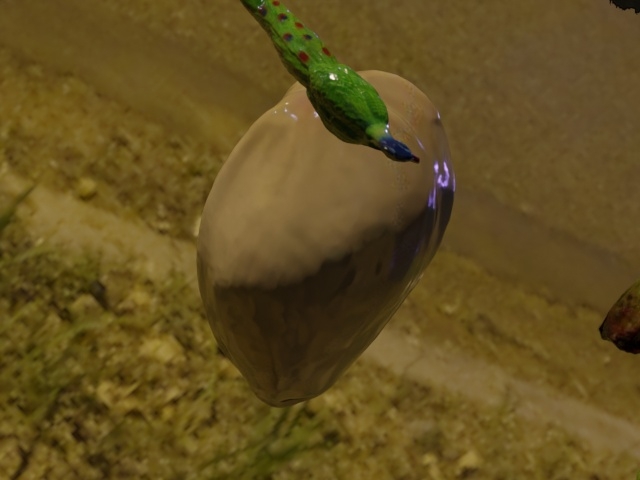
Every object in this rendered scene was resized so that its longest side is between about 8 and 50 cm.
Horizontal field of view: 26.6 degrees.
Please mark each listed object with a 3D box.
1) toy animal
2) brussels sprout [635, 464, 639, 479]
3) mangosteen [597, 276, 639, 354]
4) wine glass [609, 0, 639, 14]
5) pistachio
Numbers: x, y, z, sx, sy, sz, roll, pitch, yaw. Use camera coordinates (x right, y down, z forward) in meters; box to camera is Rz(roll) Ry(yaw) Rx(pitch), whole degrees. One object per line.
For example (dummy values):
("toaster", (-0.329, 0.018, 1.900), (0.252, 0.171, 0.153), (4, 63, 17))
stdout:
("toy animal", (0.002, -0.112, 0.917), (0.217, 0.041, 0.075), (53, 6, 32))
("brussels sprout", (0.246, 0.141, 0.715), (0.149, 0.122, 0.151), (-33, 66, -22))
("mangosteen", (0.297, 0.020, 0.839), (0.215, 0.257, 0.215), (-20, 90, -80))
("wine glass", (0.205, -0.251, 0.857), (0.093, 0.093, 0.202), (12, 69, -53))
("pistachio", (0.000, 0.000, 1.237), (0.226, 0.332, 0.208), (14, 17, -28))
